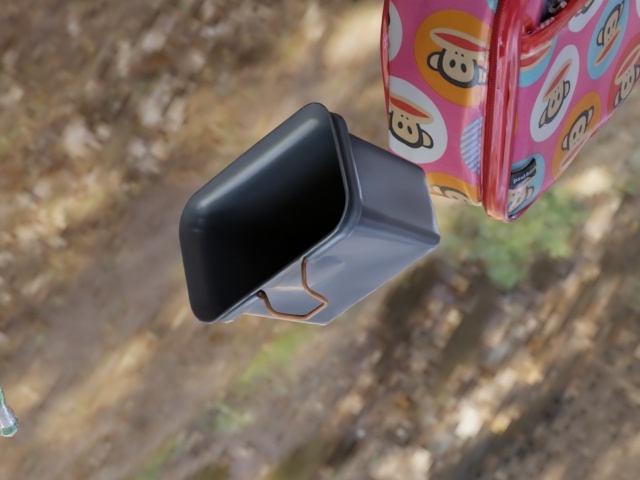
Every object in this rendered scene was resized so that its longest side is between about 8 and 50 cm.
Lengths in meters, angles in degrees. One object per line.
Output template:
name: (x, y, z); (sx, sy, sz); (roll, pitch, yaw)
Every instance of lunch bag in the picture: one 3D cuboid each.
lunch bag: (0.146, -0.184, 1.157); (0.293, 0.120, 0.258); (-50, 151, -36)

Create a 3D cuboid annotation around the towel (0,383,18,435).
towel: (-0.246, 0.056, 1.158); (0.023, 0.113, 0.152); (-44, 153, -27)

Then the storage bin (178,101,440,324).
storage bin: (0.000, 0.000, 1.006); (0.091, 0.098, 0.135); (16, 140, -39)
